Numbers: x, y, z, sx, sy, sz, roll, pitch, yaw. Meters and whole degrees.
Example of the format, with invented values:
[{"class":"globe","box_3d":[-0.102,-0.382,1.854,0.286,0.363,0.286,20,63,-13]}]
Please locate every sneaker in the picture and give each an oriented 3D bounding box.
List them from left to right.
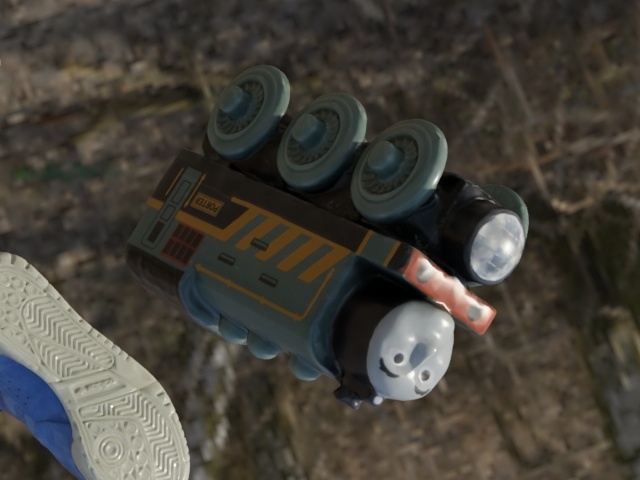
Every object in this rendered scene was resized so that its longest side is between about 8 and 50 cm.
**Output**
[{"class":"sneaker","box_3d":[-0.130,0.073,0.873,0.058,0.152,0.084,-49,-164,-27]}]

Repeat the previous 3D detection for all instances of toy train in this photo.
[{"class":"toy train","box_3d":[0.000,0.000,1.276,0.142,0.334,0.190,35,83,-40]}]
